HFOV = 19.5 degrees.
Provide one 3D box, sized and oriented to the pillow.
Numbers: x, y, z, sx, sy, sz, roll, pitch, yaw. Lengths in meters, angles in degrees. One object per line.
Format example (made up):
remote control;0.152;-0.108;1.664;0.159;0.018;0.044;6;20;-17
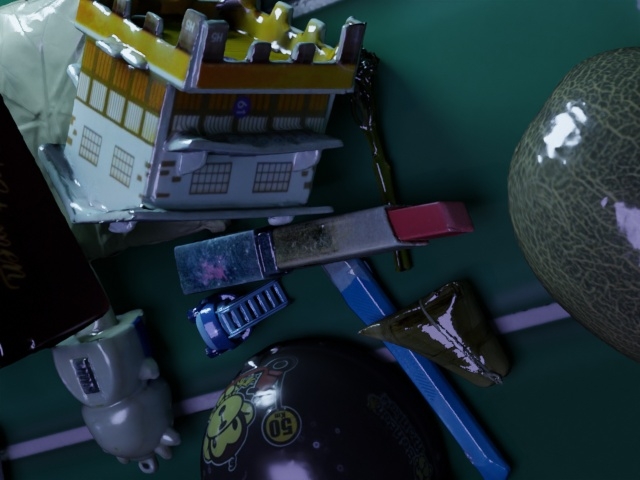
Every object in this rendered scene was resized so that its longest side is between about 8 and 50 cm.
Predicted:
pillow;-0.251;-0.105;1.806;0.281;0.076;0.274;-14;102;32

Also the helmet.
helmet;-0.007;0.237;1.743;0.230;0.160;0.279;-29;91;31

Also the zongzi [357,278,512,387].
zongzi;0.105;0.103;1.687;0.113;0.052;0.104;-28;87;16

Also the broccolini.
broccolini;0.049;-0.075;1.682;0.042;0.044;0.218;-7;109;14

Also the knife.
knife;0.081;0.106;1.728;0.044;0.026;0.296;-37;88;35

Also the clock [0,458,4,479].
clock;-0.451;0.297;2.047;0.248;0.090;0.227;2;108;30

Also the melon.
melon;0.294;-0.015;1.446;0.302;0.237;0.237;37;120;8

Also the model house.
model house;-0.104;-0.117;1.617;0.198;0.224;0.215;29;115;43

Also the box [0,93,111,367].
box;-0.346;-0.005;1.745;0.264;0.116;0.415;64;159;-3

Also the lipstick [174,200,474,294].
lipstick;0.000;0.000;1.693;0.312;0.051;0.051;-12;88;37

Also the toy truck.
toy truck;-0.075;0.069;1.778;0.090;0.073;0.056;-26;94;19

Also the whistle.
whistle;-0.208;0.122;1.850;0.110;0.092;0.244;-12;105;35
